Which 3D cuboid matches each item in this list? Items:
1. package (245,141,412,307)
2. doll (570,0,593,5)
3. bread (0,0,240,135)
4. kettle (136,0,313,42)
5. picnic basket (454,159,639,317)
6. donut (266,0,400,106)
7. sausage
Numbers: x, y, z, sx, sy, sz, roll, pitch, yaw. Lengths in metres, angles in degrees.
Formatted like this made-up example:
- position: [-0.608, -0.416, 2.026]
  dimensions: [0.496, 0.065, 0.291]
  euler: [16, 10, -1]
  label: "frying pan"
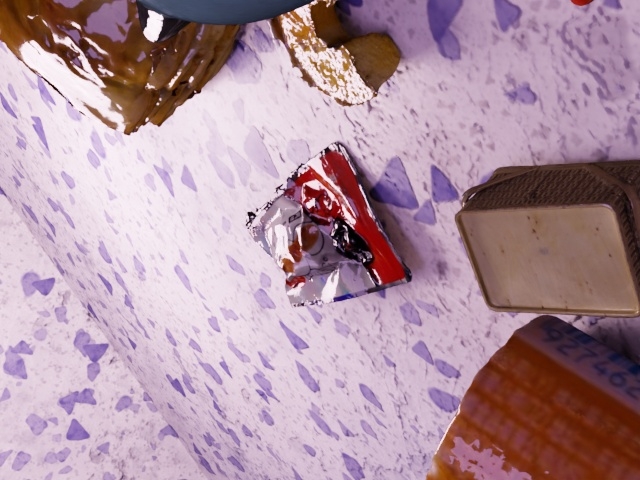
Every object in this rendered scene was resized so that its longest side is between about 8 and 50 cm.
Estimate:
- position: [0.000, 0.000, 1.023]
  dimensions: [0.194, 0.071, 0.269]
  euler: [53, 138, -4]
  label: "package"
- position: [0.123, -0.275, 0.538]
  dimensions: [0.245, 0.076, 0.142]
  euler: [45, 143, 7]
  label: "doll"
- position: [-0.254, -0.262, 0.928]
  dimensions: [0.277, 0.167, 0.324]
  euler: [34, 156, -12]
  label: "bread"
- position: [-0.059, -0.306, 0.555]
  dimensions: [0.247, 0.320, 0.342]
  euler: [22, 178, -17]
  label: "kettle"
- position: [0.211, -0.002, 0.673]
  dimensions: [0.164, 0.079, 0.115]
  euler: [1, 121, 43]
  label: "picnic basket"
- position: [0.011, -0.226, 0.752]
  dimensions: [0.146, 0.078, 0.181]
  euler: [28, 148, 39]
  label: "donut"
- position: [0.275, 0.233, 0.708]
  dimensions: [0.287, 0.233, 0.233]
  euler: [32, 144, 29]
  label: "sausage"
